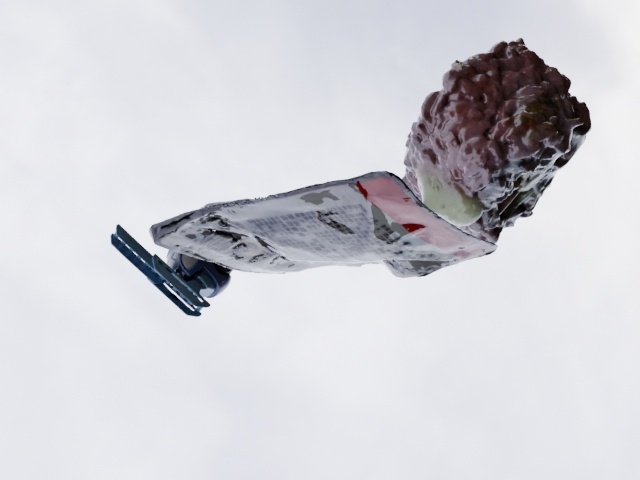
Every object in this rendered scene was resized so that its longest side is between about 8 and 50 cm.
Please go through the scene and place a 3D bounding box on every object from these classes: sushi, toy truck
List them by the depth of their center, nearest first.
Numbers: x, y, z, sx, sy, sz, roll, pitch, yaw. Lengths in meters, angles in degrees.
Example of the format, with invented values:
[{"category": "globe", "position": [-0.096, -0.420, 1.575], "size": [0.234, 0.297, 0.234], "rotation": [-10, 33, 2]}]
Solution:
[{"category": "toy truck", "position": [-0.165, 0.018, 1.070], "size": [0.136, 0.063, 0.074], "rotation": [43, -127, -1]}, {"category": "sushi", "position": [0.219, -0.112, 1.240], "size": [0.236, 0.270, 0.171], "rotation": [-38, -109, -23]}]

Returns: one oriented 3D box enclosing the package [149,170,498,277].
[{"category": "package", "position": [0.000, 0.000, 0.725], "size": [0.154, 0.239, 0.030], "rotation": [26, -114, -45]}]
